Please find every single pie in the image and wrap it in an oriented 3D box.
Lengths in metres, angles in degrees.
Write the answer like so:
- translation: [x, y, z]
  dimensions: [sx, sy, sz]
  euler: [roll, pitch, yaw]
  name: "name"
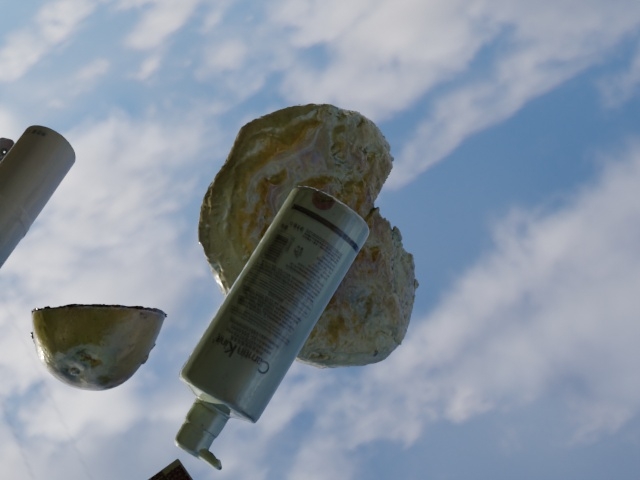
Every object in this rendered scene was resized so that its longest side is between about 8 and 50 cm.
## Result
- translation: [0.000, 0.000, 1.389]
  dimensions: [0.075, 0.337, 0.337]
  euler: [-10, -146, 49]
  name: "pie"

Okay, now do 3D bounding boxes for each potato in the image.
- translation: [-0.323, 0.159, 1.705]
  dimensions: [0.202, 0.182, 0.117]
  euler: [-2, -106, 11]
  name: "potato"

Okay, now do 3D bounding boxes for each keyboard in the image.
- translation: [-0.284, 0.414, 1.874]
  dimensions: [0.166, 0.017, 0.055]
  euler: [-34, -119, -13]
  name: "keyboard"

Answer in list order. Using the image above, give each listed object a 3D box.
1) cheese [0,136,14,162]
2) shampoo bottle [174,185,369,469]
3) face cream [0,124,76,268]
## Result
- translation: [-0.563, -0.083, 2.028]
  dimensions: [0.097, 0.192, 0.037]
  euler: [14, 179, 8]
  name: "cheese"
- translation: [-0.054, 0.078, 1.073]
  dimensions: [0.085, 0.085, 0.262]
  euler: [16, -109, 52]
  name: "shampoo bottle"
- translation: [-0.388, -0.029, 1.419]
  dimensions: [0.077, 0.077, 0.250]
  euler: [-5, -137, 37]
  name: "face cream"
